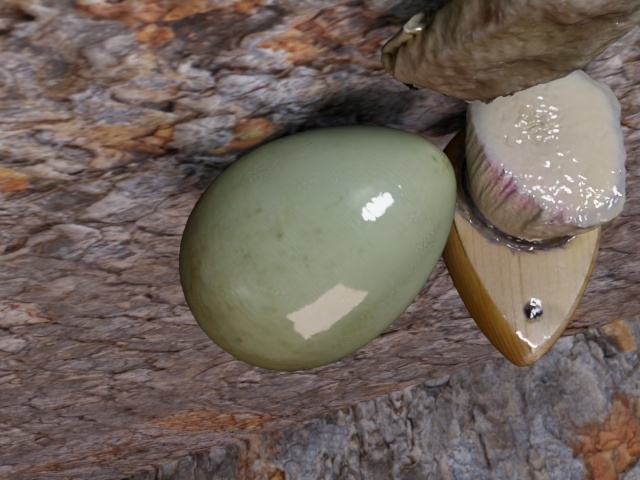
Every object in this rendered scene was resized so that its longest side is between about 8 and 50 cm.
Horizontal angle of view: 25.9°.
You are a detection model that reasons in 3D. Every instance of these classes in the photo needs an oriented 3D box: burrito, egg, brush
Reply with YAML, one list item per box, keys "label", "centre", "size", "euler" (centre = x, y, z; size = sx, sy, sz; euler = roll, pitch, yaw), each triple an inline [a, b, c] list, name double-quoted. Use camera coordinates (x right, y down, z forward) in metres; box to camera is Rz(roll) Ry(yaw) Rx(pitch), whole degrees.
- label: "burrito"
  centre: [0.191, -0.195, 1.045]
  size: [0.175, 0.107, 0.347]
  euler: [-17, 171, -36]
- label: "egg"
  centre: [0.000, 0.000, 1.336]
  size: [0.295, 0.218, 0.218]
  euler: [-32, 157, 23]
- label: "brush"
  centre: [0.207, -0.019, 1.347]
  size: [0.174, 0.267, 0.166]
  euler: [1, 163, -10]
